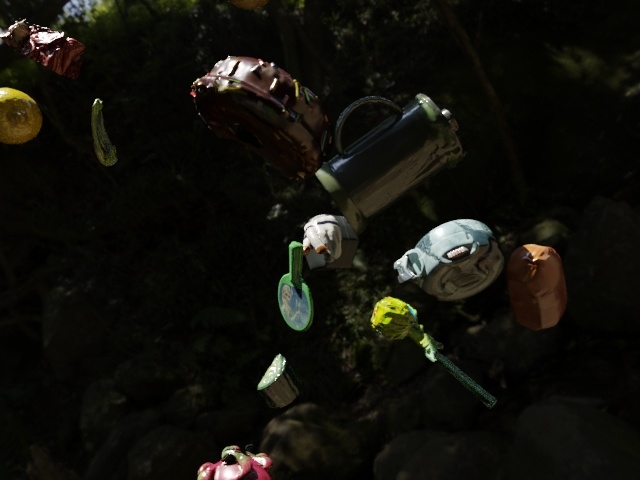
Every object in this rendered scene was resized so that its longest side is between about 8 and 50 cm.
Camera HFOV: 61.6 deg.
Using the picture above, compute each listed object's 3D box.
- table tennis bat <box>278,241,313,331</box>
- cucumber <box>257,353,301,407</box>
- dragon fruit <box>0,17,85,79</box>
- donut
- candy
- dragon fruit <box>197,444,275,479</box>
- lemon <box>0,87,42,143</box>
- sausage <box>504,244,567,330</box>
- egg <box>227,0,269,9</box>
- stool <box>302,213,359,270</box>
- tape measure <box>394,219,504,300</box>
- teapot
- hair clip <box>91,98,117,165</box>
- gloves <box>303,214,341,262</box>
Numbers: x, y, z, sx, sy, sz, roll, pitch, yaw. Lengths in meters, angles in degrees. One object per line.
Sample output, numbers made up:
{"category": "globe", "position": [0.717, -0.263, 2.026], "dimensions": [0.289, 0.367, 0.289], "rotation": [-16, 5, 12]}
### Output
{"category": "table tennis bat", "position": [-0.069, 0.130, 1.487], "dimensions": [0.039, 0.257, 0.160], "rotation": [-9, 18, -37]}
{"category": "cucumber", "position": [-0.102, 0.380, 1.428], "dimensions": [0.062, 0.115, 0.116], "rotation": [1, 43, 34]}
{"category": "dragon fruit", "position": [-0.667, -0.475, 1.303], "dimensions": [0.092, 0.192, 0.122], "rotation": [-63, -3, 6]}
{"category": "donut", "position": [-0.086, -0.196, 0.829], "dimensions": [0.096, 0.230, 0.216], "rotation": [-58, -12, -14]}
{"category": "candy", "position": [0.194, 0.189, 0.925], "dimensions": [0.077, 0.262, 0.073], "rotation": [-4, -54, -49]}
{"category": "dragon fruit", "position": [-0.170, 0.610, 1.262], "dimensions": [0.218, 0.272, 0.198], "rotation": [-46, -15, -55]}
{"category": "lemon", "position": [-1.036, -0.413, 1.792], "dimensions": [0.244, 0.187, 0.187], "rotation": [20, 55, 41]}
{"category": "sausage", "position": [0.489, 0.106, 1.214], "dimensions": [0.133, 0.258, 0.133], "rotation": [-17, 42, 15]}
{"category": "egg", "position": [-0.286, -0.966, 1.871], "dimensions": [0.250, 0.323, 0.250], "rotation": [-31, 10, 6]}
{"category": "stool", "position": [0.038, 0.011, 2.087], "dimensions": [0.141, 0.232, 0.232], "rotation": [3, -27, -32]}
{"category": "tape measure", "position": [0.392, 0.070, 1.563], "dimensions": [0.275, 0.256, 0.147], "rotation": [-38, 46, 24]}
{"category": "teapot", "position": [0.151, -0.208, 1.245], "dimensions": [0.337, 0.270, 0.200], "rotation": [-34, 23, 5]}
{"category": "hair clip", "position": [-0.502, -0.241, 1.232], "dimensions": [0.188, 0.033, 0.060], "rotation": [99, 180, -49]}
{"category": "gloves", "position": [0.005, -0.014, 1.808], "dimensions": [0.219, 0.139, 0.132], "rotation": [-95, 9, -76]}
